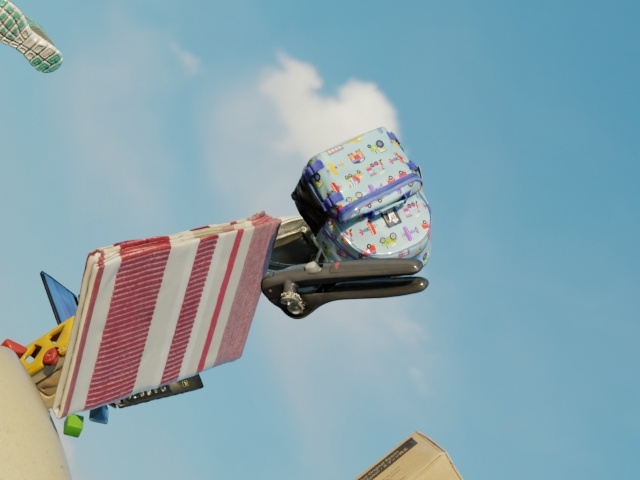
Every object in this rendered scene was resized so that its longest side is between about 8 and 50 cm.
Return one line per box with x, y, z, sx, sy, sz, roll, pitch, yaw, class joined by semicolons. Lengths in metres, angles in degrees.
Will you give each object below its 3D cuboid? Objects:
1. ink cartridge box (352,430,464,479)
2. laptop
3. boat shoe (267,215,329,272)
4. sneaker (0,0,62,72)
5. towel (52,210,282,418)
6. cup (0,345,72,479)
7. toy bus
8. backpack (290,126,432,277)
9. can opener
0.112;0.376;1.485;0.235;0.193;0.088;57;-10;-20;ink cartridge box
-0.344;0.158;2.199;0.234;0.264;0.136;66;-33;23;laptop
0.000;0.000;1.780;0.070;0.219;0.078;17;-63;61;boat shoe
-0.508;-0.356;2.135;0.166;0.065;0.076;49;10;-33;sneaker
-0.195;0.091;1.628;0.037;0.329;0.237;33;-62;31;towel
-0.434;0.328;1.549;0.237;0.331;0.331;45;-29;13;cup
-0.426;0.203;1.966;0.104;0.202;0.191;-97;-164;-51;toy bus
0.066;-0.034;1.593;0.173;0.158;0.117;61;-23;19;backpack
0.023;0.041;1.326;0.186;0.073;0.059;-7;-43;28;can opener
